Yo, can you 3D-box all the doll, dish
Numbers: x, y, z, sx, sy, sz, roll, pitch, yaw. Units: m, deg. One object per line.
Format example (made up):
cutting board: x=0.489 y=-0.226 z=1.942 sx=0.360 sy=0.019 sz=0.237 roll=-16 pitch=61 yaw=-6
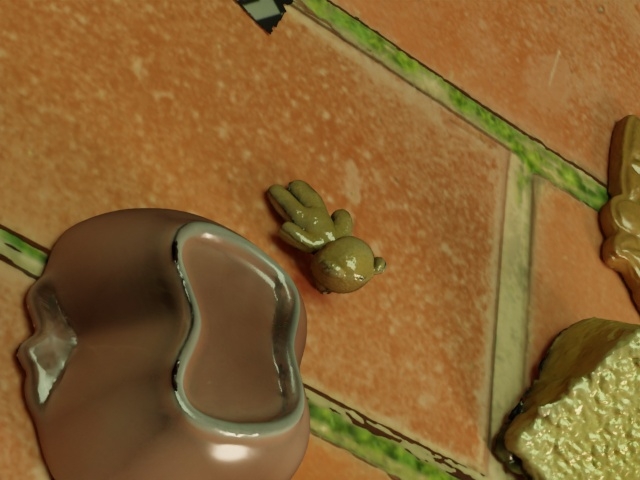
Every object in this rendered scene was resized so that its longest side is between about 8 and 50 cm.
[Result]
doll: x=0.004 y=-0.006 z=1.131 sx=0.061 sy=0.051 sz=0.093 roll=-14 pitch=75 yaw=-40
dish: x=-0.075 y=0.069 z=0.984 sx=0.213 sy=0.090 sz=0.213 roll=22 pitch=53 yaw=-34

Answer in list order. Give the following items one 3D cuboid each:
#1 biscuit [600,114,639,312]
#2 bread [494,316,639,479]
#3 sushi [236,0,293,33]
biscuit: x=0.298 y=0.001 z=1.423 sx=0.162 sy=0.035 sz=0.250 roll=12 pitch=57 yaw=-43
bread: x=0.271 y=0.181 z=1.239 sx=0.266 sy=0.142 sz=0.178 roll=51 pitch=27 yaw=-11
sushi: x=-0.067 y=-0.342 z=1.258 sx=0.292 sy=0.059 sz=0.294 roll=42 pitch=44 yaw=-17
